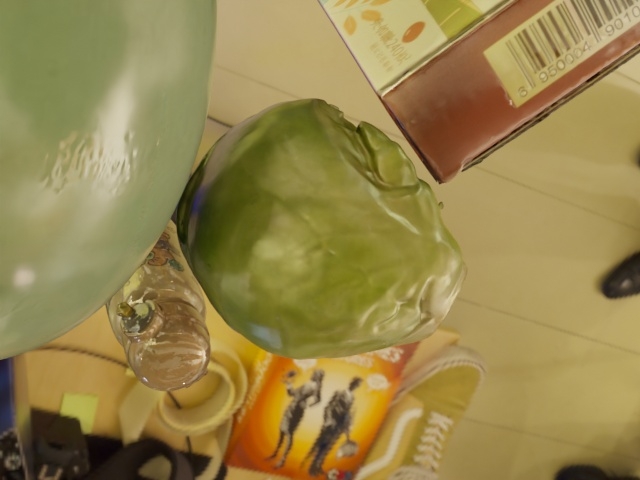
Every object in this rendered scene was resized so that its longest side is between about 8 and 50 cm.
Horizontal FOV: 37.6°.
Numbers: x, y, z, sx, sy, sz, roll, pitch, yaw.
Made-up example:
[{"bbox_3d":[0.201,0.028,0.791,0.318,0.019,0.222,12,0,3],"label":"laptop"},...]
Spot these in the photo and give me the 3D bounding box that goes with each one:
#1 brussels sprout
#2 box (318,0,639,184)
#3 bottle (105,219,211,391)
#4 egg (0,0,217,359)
[{"bbox_3d":[-0.006,0.005,0.592,0.145,0.131,0.183,-41,82,-18],"label":"brussels sprout"},{"bbox_3d":[0.171,-0.285,0.923,0.344,0.385,0.122,-35,127,9],"label":"box"},{"bbox_3d":[-0.170,0.057,0.941,0.097,0.209,0.110,-36,129,4],"label":"bottle"},{"bbox_3d":[-0.188,-0.120,0.462,0.276,0.276,0.389,-4,113,-18],"label":"egg"}]
